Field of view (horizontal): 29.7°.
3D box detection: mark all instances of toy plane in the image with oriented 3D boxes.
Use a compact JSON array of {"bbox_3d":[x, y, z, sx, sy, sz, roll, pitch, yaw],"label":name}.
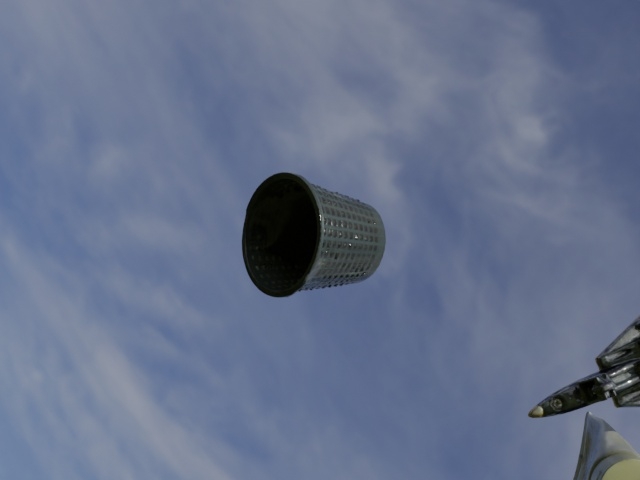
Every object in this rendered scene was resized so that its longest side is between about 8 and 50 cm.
[{"bbox_3d":[0.369,0.132,1.325,0.103,0.316,0.204,-38,-108,62],"label":"toy plane"}]

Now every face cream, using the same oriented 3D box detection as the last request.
[{"bbox_3d":[0.324,0.264,1.375,0.070,0.114,0.224,12,-2,0],"label":"face cream"}]

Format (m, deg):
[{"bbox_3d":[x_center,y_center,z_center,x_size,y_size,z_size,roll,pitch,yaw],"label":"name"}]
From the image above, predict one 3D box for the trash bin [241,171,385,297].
[{"bbox_3d":[0.000,0.000,1.723,0.175,0.161,0.175,-10,-104,47],"label":"trash bin"}]
